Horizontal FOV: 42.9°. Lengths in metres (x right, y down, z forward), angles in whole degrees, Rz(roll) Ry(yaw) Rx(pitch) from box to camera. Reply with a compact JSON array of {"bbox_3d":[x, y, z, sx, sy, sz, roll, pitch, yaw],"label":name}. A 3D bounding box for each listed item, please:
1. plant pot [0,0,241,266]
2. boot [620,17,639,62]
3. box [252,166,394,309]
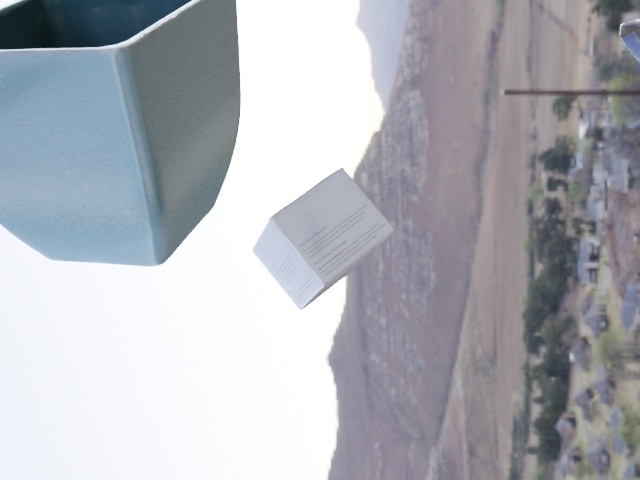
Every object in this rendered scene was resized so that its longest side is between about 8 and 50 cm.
[{"bbox_3d":[-0.223,-0.113,0.852,0.247,0.248,0.252,-58,-34,-55],"label":"plant pot"},{"bbox_3d":[0.534,-0.278,1.181,0.106,0.219,0.082,-5,65,53],"label":"boot"},{"bbox_3d":[0.000,0.000,0.831,0.087,0.102,0.101,50,156,5],"label":"box"}]
